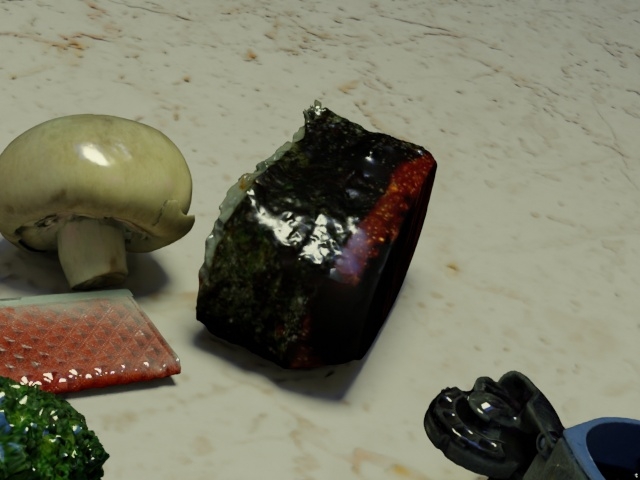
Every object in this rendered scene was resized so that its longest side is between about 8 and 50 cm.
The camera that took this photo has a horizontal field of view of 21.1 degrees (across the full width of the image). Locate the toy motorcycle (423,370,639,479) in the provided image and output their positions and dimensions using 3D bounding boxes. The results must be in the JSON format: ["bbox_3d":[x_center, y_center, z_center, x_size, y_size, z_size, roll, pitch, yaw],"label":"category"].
[{"bbox_3d":[0.195,0.206,1.031,0.212,0.125,0.358,12,30,-25],"label":"toy motorcycle"}]

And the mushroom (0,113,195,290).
[{"bbox_3d":[-0.168,-0.026,1.254,0.154,0.123,0.154,-3,-12,-1],"label":"mushroom"}]

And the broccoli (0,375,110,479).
[{"bbox_3d":[-0.208,0.190,0.765,0.297,0.297,0.297,53,36,3],"label":"broccoli"}]

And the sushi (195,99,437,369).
[{"bbox_3d":[0.000,0.000,1.276,0.126,0.136,0.225,18,36,10],"label":"sushi"}]

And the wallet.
[{"bbox_3d":[-0.201,0.072,1.168,0.196,0.020,0.103,-5,34,-32],"label":"wallet"}]
